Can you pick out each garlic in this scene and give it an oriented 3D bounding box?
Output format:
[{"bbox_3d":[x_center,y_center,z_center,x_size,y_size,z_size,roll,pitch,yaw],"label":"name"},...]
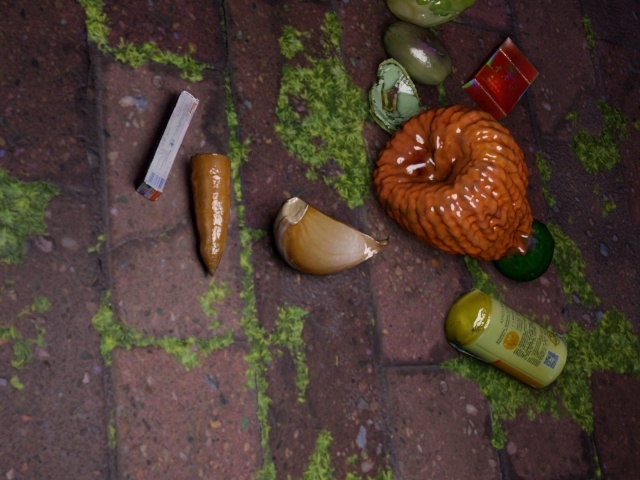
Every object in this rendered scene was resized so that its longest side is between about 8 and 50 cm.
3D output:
[{"bbox_3d":[-0.001,-0.008,1.630,0.207,0.128,0.115,17,22,-30],"label":"garlic"}]

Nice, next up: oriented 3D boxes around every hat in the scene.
[{"bbox_3d":[0.312,-0.086,1.781,0.400,0.285,0.285,24,61,-44],"label":"hat"}]

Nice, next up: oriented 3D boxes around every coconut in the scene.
[{"bbox_3d":[0.151,-0.269,1.845,0.133,0.055,0.158,30,61,-21],"label":"coconut"}]

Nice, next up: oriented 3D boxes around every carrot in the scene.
[{"bbox_3d":[-0.185,-0.040,1.557,0.072,0.072,0.205,7,76,-30],"label":"carrot"}]

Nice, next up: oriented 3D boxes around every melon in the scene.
[{"bbox_3d":[0.196,-0.381,1.889,0.162,0.099,0.099,40,57,-11],"label":"melon"}]

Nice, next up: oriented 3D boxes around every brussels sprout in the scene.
[{"bbox_3d":[0.234,-0.551,1.932,0.223,0.161,0.223,11,64,-24],"label":"brussels sprout"}]

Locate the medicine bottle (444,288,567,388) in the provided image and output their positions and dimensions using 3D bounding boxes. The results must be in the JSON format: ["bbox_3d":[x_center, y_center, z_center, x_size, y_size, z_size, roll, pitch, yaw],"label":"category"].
[{"bbox_3d":[0.347,0.186,1.771,0.239,0.124,0.124,28,60,-20],"label":"medicine bottle"}]

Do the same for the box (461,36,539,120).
[{"bbox_3d":[0.396,-0.351,2.030,0.112,0.048,0.175,46,56,-10],"label":"box"}]

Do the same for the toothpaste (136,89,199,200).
[{"bbox_3d":[-0.254,-0.162,1.561,0.040,0.047,0.196,26,61,-18],"label":"toothpaste"}]
